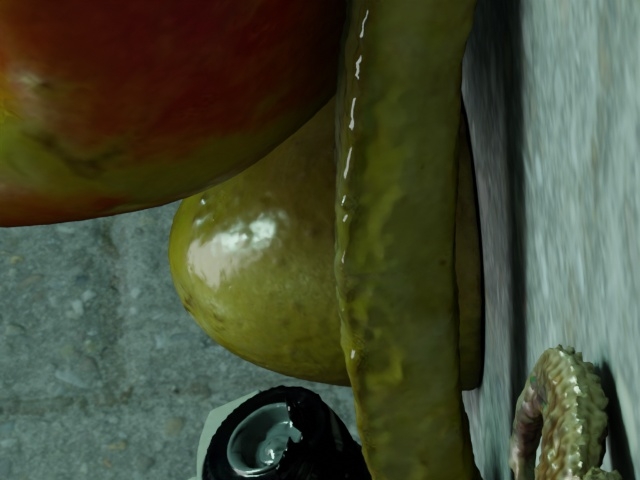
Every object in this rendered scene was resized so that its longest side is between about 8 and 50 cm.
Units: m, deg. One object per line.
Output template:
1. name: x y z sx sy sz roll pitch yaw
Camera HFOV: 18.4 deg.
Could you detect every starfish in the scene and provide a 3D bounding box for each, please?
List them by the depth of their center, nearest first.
1. starfish: 0.077 0.105 0.566 0.209 0.053 0.150 59 -142 -83

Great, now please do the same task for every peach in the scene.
1. peach: -0.117 -0.201 0.819 0.388 0.388 0.388 175 90 -89

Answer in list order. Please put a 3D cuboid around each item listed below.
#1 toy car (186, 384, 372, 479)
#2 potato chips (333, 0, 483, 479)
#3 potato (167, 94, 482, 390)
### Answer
1. toy car: 0.008 0.207 0.896 0.193 0.118 0.301 56 -162 -37
2. potato chips: 0.043 0.025 0.799 0.057 0.080 0.407 -113 15 -55
3. potato: 0.000 0.000 1.016 0.203 0.158 0.178 -109 12 -68
